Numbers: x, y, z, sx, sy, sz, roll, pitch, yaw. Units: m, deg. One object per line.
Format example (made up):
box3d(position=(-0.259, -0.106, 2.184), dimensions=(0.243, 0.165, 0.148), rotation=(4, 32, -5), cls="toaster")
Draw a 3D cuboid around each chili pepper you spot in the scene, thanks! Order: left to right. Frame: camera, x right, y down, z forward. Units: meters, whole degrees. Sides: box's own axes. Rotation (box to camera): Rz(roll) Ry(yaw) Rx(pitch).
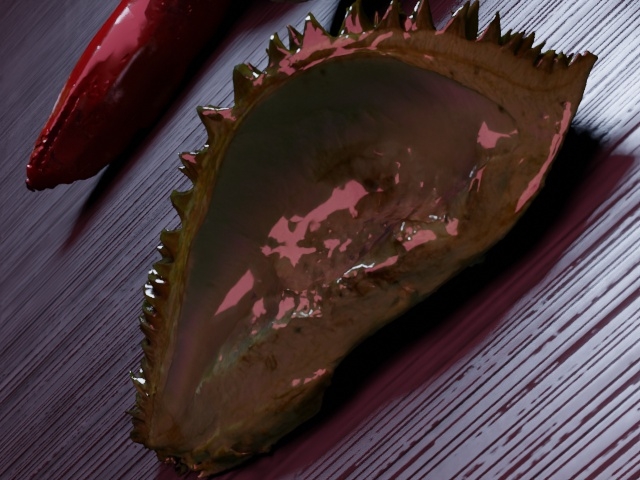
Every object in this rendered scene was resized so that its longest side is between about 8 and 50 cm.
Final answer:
box3d(position=(-0.189, -0.206, 1.207), dimensions=(0.387, 0.110, 0.110), rotation=(-56, 29, -8), cls="chili pepper")

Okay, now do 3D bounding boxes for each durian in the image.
box3d(position=(0.005, 0.001, 0.731), dimensions=(0.394, 0.163, 0.198), rotation=(-47, 67, 14), cls="durian")

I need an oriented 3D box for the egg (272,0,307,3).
box3d(position=(-0.001, -0.318, 0.970), dimensions=(0.245, 0.203, 0.203), rotation=(-59, 29, -9), cls="egg")
